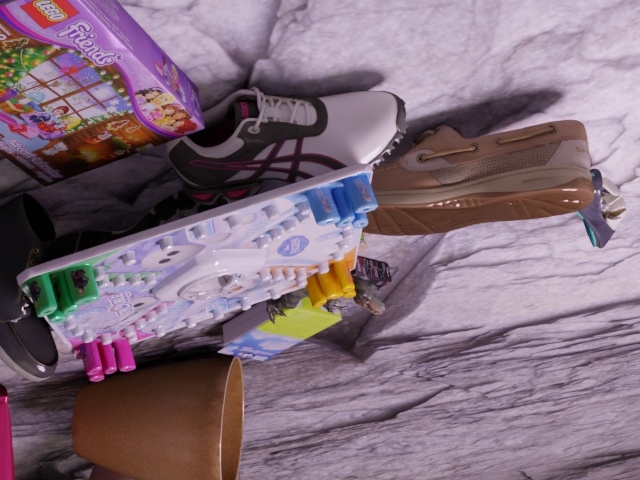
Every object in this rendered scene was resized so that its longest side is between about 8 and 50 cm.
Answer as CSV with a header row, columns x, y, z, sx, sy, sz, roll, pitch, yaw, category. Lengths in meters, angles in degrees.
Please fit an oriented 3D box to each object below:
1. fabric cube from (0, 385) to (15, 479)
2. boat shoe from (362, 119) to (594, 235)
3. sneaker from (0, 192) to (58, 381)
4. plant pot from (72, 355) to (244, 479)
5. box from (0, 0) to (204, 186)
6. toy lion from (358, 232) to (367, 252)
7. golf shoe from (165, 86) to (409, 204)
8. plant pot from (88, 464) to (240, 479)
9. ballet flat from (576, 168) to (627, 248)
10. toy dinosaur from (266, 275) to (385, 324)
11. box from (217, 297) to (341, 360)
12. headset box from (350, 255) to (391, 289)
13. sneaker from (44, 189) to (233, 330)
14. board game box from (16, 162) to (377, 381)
x,y,z,sx,sy,sz,roll,pitch,yaw,category
-0.591,0.362,1.829,0.259,0.258,0.254,-3,179,-15,fabric cube
0.157,-0.079,1.495,0.341,0.110,0.121,-5,162,12,boat shoe
-0.353,0.059,1.474,0.118,0.222,0.083,-23,-168,17,sneaker
-0.266,0.299,1.991,0.254,0.237,0.237,3,154,4,plant pot
-0.268,-0.163,1.211,0.201,0.057,0.293,-19,153,14,box
0.000,0.000,1.681,0.100,0.034,0.096,-27,142,29,toy lion
-0.039,-0.116,1.352,0.272,0.105,0.120,-16,146,9,golf shoe
-0.268,0.411,2.158,0.284,0.284,0.191,-3,137,-16,plant pot
0.386,-0.046,1.693,0.074,0.074,0.203,-19,151,17,ballet flat
-0.033,0.072,1.734,0.268,0.064,0.118,6,154,12,toy dinosaur
-0.067,0.131,1.898,0.109,0.042,0.178,17,143,-43,box
0.053,0.053,1.800,0.083,0.032,0.062,15,144,-40,headset box
-0.231,0.049,1.575,0.330,0.130,0.147,-19,150,17,sneaker
-0.127,0.054,1.451,0.390,0.050,0.390,-18,164,-7,board game box
